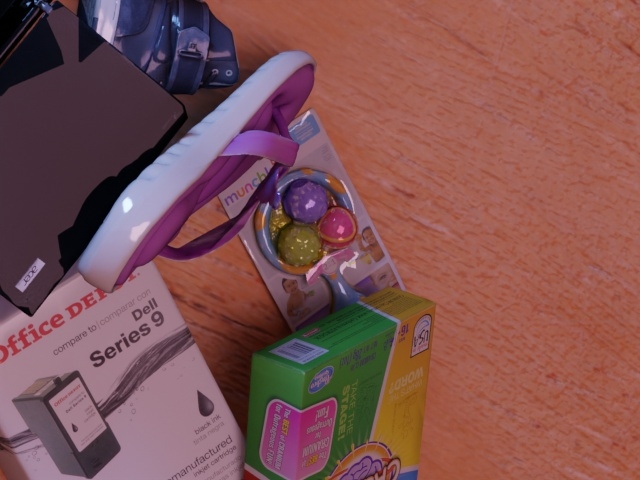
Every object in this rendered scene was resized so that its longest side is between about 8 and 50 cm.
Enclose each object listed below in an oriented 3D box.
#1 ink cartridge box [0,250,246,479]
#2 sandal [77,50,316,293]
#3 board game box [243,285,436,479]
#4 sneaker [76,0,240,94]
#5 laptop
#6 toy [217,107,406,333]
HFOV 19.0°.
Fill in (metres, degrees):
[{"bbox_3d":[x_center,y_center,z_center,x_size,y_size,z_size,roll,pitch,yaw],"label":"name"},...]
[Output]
[{"bbox_3d":[-0.223,0.150,1.857,0.211,0.121,0.289,-34,116,-18],"label":"ink cartridge box"},{"bbox_3d":[-0.092,-0.046,1.779,0.102,0.169,0.416,39,37,3],"label":"sandal"},{"bbox_3d":[0.015,0.231,1.956,0.242,0.064,0.316,-24,126,-50],"label":"board game box"},{"bbox_3d":[-0.165,-0.132,1.841,0.163,0.086,0.226,11,96,-27],"label":"sneaker"},{"bbox_3d":[-0.298,-0.107,1.706,0.234,0.264,0.136,-52,141,-8],"label":"laptop"},{"bbox_3d":[0.000,0.000,1.980,0.137,0.056,0.237,-35,116,-18],"label":"toy"}]
